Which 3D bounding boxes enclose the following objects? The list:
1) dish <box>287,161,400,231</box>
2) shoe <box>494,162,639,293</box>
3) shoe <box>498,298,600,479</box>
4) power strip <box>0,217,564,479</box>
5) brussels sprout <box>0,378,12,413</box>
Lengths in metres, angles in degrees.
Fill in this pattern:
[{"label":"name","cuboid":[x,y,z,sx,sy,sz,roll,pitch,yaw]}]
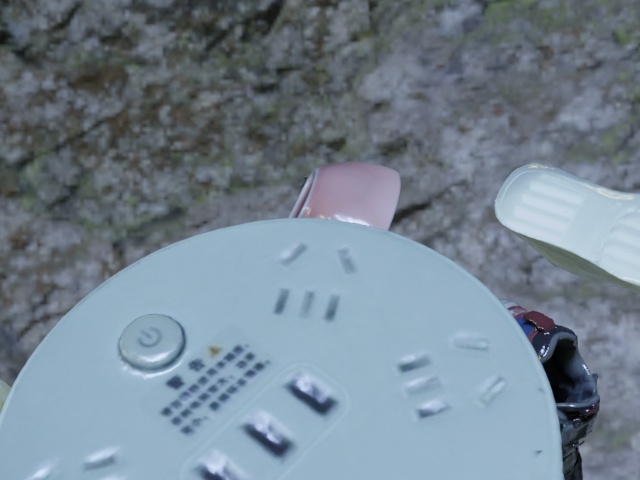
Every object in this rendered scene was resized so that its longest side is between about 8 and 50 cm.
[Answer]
[{"label":"dish","cuboid":[0.000,0.000,1.267,0.090,0.213,0.213,26,-20,-9]},{"label":"shoe","cuboid":[0.386,0.012,1.378,0.363,0.132,0.160,20,-11,44]},{"label":"shoe","cuboid":[0.223,0.161,1.083,0.099,0.228,0.125,-24,10,-41]},{"label":"power strip","cuboid":[-0.013,0.162,0.701,0.357,0.358,0.161,-4,-40,5]},{"label":"brussels sprout","cuboid":[-0.304,0.264,1.152,0.219,0.271,0.210,-18,22,3]}]
